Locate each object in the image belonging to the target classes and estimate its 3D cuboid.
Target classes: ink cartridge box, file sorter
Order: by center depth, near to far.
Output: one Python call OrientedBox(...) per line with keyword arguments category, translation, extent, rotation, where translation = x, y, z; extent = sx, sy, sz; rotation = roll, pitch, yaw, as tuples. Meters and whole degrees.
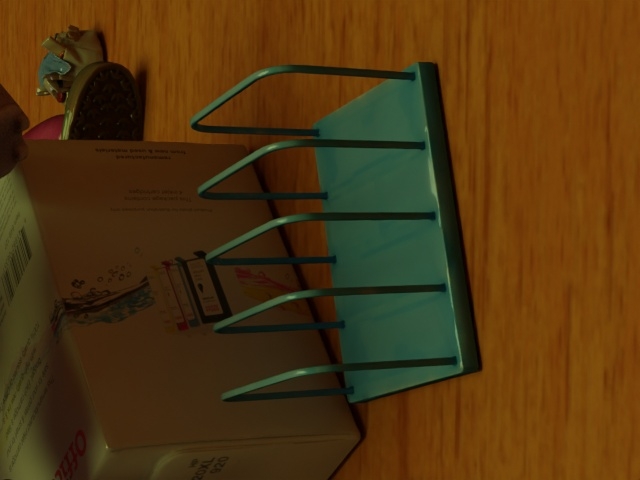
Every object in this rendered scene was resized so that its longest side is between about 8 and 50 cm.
OrientedBox(category="file sorter", translation=(0.000, 0.000, 0.830), extent=(0.118, 0.105, 0.170), rotation=(-25, 69, 58))
OrientedBox(category="ink cartridge box", translation=(-0.113, 0.077, 0.957), extent=(0.171, 0.168, 0.232), rotation=(-58, 44, 42))

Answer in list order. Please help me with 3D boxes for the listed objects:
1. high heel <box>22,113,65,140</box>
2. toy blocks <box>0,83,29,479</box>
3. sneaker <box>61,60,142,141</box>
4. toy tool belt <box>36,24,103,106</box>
OrientedBox(category="high heel", translation=(-0.285, -0.047, 1.296), extent=(0.244, 0.117, 0.082), rotation=(-28, 67, 57))
OrientedBox(category="toy blocks", translation=(-0.230, 0.096, 0.829), extent=(0.260, 0.309, 0.288), rotation=(26, 131, 21))
OrientedBox(category="sneaker", translation=(-0.188, -0.047, 1.181), extent=(0.086, 0.064, 0.192), rotation=(20, 111, 53))
OrientedBox(category="toy tool belt", translation=(-0.213, -0.139, 1.236), extent=(0.083, 0.051, 0.052), rotation=(-52, 48, 47))
